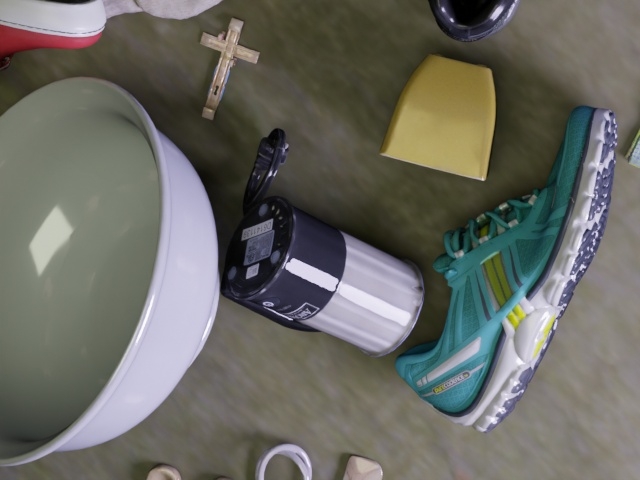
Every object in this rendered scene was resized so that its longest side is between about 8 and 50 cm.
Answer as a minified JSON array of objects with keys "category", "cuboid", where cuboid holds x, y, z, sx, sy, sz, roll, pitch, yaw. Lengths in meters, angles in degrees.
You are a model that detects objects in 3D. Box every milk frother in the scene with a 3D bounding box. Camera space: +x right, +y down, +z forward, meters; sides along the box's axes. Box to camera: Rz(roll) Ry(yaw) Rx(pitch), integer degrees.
[{"category":"milk frother","cuboid":[0.000,0.000,1.267,0.134,0.129,0.143,26,78,-33]}]

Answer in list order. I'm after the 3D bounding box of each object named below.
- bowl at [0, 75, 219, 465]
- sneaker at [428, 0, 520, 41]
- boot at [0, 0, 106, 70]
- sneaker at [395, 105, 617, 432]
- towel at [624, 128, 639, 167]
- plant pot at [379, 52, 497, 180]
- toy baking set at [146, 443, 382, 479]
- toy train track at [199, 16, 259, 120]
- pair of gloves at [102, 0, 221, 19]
[{"category":"bowl","cuboid":[-0.174,0.035,1.251,0.298,0.134,0.298,-17,63,38]},{"category":"sneaker","cuboid":[0.129,-0.249,1.157,0.087,0.130,0.227,18,104,3]},{"category":"boot","cuboid":[-0.270,-0.124,1.267,0.244,0.088,0.176,9,108,27]},{"category":"sneaker","cuboid":[0.144,0.017,1.242,0.110,0.107,0.275,29,108,11]},{"category":"towel","cuboid":[0.282,-0.068,1.239,0.083,0.009,0.060,27,108,2]},{"category":"plant pot","cuboid":[0.097,-0.096,1.230,0.081,0.081,0.083,15,97,6]},{"category":"toy baking set","cuboid":[-0.058,0.273,1.379,0.256,0.030,0.197,-13,102,13]},{"category":"toy train track","cuboid":[-0.078,-0.134,1.282,0.048,0.014,0.083,20,108,4]},{"category":"pair of gloves","cuboid":[-0.147,-0.284,1.240,0.204,0.042,0.240,-8,104,12]}]
